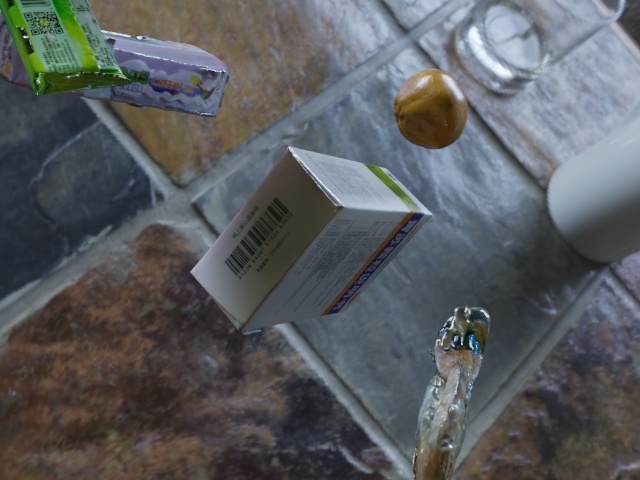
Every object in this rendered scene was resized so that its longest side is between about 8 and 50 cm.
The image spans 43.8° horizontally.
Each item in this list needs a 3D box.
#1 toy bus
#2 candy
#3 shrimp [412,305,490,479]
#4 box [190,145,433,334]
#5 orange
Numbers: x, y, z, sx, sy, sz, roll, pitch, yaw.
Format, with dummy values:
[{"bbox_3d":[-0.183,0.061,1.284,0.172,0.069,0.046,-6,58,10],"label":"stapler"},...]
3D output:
[{"bbox_3d":[-0.277,-0.235,1.095,0.317,0.138,0.112,-3,114,-52],"label":"toy bus"},{"bbox_3d":[-0.266,-0.215,0.798,0.102,0.032,0.178,-14,63,-34],"label":"candy"},{"bbox_3d":[0.243,0.288,1.504,0.110,0.221,0.446,14,43,9],"label":"shrimp"},{"bbox_3d":[0.000,0.000,1.028,0.106,0.200,0.299,47,19,18],"label":"box"},{"bbox_3d":[0.212,-0.256,1.564,0.136,0.159,0.159,-14,76,-14],"label":"orange"}]
